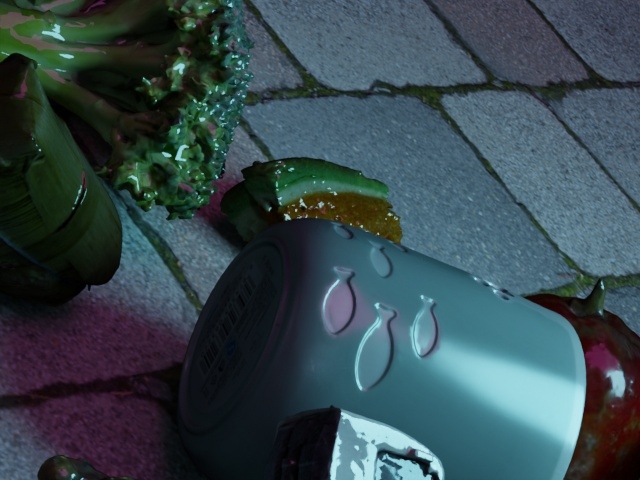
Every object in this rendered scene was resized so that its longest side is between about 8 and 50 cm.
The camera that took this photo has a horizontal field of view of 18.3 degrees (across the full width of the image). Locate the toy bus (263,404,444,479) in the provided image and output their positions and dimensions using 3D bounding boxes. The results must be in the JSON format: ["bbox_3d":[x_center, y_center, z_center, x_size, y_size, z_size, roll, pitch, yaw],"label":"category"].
[{"bbox_3d":[0.008,0.297,1.424,0.138,0.097,0.342,20,67,-30],"label":"toy bus"}]

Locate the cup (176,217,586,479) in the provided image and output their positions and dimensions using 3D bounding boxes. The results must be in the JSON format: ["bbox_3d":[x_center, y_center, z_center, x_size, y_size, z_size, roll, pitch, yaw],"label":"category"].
[{"bbox_3d":[0.038,0.163,1.654,0.274,0.259,0.356,25,38,-21],"label":"cup"}]

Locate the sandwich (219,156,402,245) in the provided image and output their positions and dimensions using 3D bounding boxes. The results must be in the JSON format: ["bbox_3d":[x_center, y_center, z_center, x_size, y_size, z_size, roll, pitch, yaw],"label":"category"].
[{"bbox_3d":[-0.006,-0.002,1.989,0.185,0.109,0.160,4,64,-48],"label":"sandwich"}]

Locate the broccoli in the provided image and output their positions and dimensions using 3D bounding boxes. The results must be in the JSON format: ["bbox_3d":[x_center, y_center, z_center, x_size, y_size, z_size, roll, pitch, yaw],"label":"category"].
[{"bbox_3d":[-0.250,-0.218,1.940,0.397,0.275,0.353,16,13,0],"label":"broccoli"}]

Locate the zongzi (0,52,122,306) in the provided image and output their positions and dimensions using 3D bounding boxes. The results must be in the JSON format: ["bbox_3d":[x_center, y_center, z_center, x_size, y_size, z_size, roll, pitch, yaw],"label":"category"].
[{"bbox_3d":[-0.321,-0.024,1.674,0.251,0.274,0.125,65,15,-51],"label":"zongzi"}]

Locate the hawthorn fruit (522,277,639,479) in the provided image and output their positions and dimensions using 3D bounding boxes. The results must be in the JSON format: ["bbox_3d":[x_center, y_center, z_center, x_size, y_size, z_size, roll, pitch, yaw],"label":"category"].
[{"bbox_3d":[0.230,0.146,1.915,0.215,0.249,0.215,15,15,-4],"label":"hawthorn fruit"}]

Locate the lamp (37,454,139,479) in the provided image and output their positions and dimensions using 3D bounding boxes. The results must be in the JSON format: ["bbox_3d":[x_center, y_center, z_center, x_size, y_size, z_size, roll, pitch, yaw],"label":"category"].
[{"bbox_3d":[-0.161,0.261,1.392,0.223,0.151,0.215,51,35,16],"label":"lamp"}]
